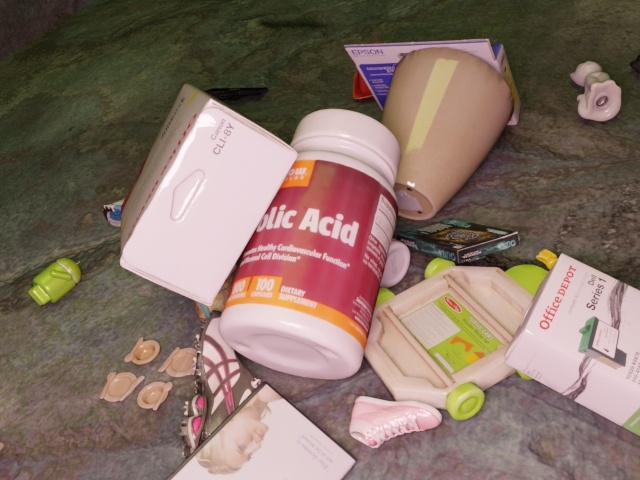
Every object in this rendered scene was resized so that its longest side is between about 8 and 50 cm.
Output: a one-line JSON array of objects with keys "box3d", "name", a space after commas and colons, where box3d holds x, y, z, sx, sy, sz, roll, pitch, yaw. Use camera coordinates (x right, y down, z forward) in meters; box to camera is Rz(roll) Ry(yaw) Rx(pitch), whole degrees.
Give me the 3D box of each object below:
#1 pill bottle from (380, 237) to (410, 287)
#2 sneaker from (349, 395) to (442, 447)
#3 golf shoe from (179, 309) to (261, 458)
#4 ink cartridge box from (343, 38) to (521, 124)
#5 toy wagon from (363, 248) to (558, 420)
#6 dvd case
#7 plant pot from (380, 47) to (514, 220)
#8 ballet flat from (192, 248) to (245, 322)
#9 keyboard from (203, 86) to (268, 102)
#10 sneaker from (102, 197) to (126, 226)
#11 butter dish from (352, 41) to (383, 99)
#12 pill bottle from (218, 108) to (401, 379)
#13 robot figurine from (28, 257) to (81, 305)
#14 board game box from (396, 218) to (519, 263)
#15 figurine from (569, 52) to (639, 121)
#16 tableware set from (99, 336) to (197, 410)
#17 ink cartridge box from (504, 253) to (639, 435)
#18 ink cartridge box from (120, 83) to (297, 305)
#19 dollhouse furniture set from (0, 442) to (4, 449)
[{"box3d": [0.081, 0.016, 1.276, 0.087, 0.087, 0.160, -35, 40, -20], "name": "pill bottle"}, {"box3d": [0.102, 0.265, 0.994, 0.134, 0.051, 0.070, 1, 43, 28], "name": "sneaker"}, {"box3d": [-0.148, 0.230, 1.118, 0.120, 0.105, 0.273, 0, 45, -1], "name": "golf shoe"}, {"box3d": [0.245, -0.347, 1.484, 0.303, 0.307, 0.072, 6, 68, 27], "name": "ink cartridge box"}, {"box3d": [0.238, 0.126, 1.094, 0.344, 0.068, 0.267, -26, 39, -11], "name": "toy wagon"}, {"box3d": [-0.098, 0.335, 0.957, 0.180, 0.022, 0.253, 36, 61, 20], "name": "dvd case"}, {"box3d": [0.213, -0.185, 1.374, 0.256, 0.256, 0.274, 11, 63, 32], "name": "plant pot"}, {"box3d": [-0.185, 0.015, 1.364, 0.123, 0.123, 0.349, -9, 38, 12], "name": "ballet flat"}, {"box3d": [-0.250, -0.411, 1.992, 0.192, 0.038, 0.100, 5, 20, 29], "name": "keyboard"}, {"box3d": [-0.412, -0.068, 1.600, 0.190, 0.071, 0.083, 16, 43, 36], "name": "sneaker"}, {"box3d": [0.153, -0.450, 1.792, 0.160, 0.118, 0.160, -9, 40, 12], "name": "butter dish"}, {"box3d": [0.000, 0.000, 1.119, 0.224, 0.224, 0.392, 3, 60, 25], "name": "pill bottle"}, {"box3d": [-0.552, 0.084, 1.468, 0.115, 0.067, 0.101, -46, 15, -29], "name": "robot figurine"}, {"box3d": [0.233, -0.002, 1.212, 0.126, 0.026, 0.186, -15, 15, -22], "name": "board game box"}, {"box3d": [0.649, -0.344, 1.499, 0.214, 0.092, 0.209, -8, 31, 15], "name": "figurine"}, {"box3d": [-0.297, 0.231, 1.222, 0.168, 0.020, 0.141, 6, 44, 27], "name": "tableware set"}, {"box3d": [0.383, 0.139, 0.940, 0.219, 0.093, 0.160, 27, 54, 15], "name": "ink cartridge box"}, {"box3d": [-0.207, -0.096, 1.180, 0.279, 0.160, 0.385, -60, 21, 7], "name": "ink cartridge box"}, {"box3d": [-0.668, 0.353, 1.092, 0.161, 0.212, 0.242, -34, 16, 50], "name": "dollhouse furniture set"}]
